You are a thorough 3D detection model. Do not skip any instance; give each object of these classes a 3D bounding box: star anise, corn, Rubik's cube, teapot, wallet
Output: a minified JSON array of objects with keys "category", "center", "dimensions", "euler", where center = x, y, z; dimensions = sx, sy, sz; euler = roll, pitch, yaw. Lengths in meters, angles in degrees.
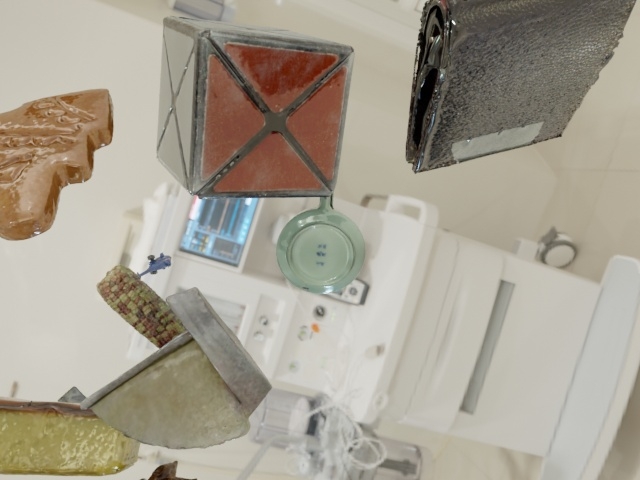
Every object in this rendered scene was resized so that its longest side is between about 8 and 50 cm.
[{"category":"star anise","center":[-0.341,0.552,1.341],"dimensions":[0.212,0.111,0.196],"euler":[-44,56,-13]},{"category":"corn","center":[-0.349,0.155,1.349],"dimensions":[0.086,0.253,0.086],"euler":[-45,6,6]},{"category":"Rubik's cube","center":[-0.119,-0.218,1.084],"dimensions":[0.260,0.259,0.254],"euler":[-137,52,-57]},{"category":"teapot","center":[0.000,0.000,1.199],"dimensions":[0.159,0.159,0.232],"euler":[-119,34,-67]},{"category":"wallet","center":[0.211,-0.190,0.730],"dimensions":[0.262,0.221,0.071],"euler":[90,160,-56]}]

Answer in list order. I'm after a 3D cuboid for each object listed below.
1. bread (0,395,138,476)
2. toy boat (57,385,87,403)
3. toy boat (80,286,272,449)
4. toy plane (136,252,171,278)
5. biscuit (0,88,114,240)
[{"category":"bread","center":[-0.541,0.409,1.374],"dimensions":[0.333,0.324,0.143],"euler":[126,148,-71]},{"category":"toy boat","center":[-0.683,0.473,1.859],"dimensions":[0.063,0.115,0.016],"euler":[-45,5,-41]},{"category":"toy boat","center":[-0.240,0.267,1.231],"dimensions":[0.293,0.276,0.111],"euler":[-53,1,-7]},{"category":"toy plane","center":[-0.452,0.074,1.782],"dimensions":[0.167,0.062,0.054],"euler":[-39,-52,-60]},{"category":"biscuit","center":[-0.376,-0.113,0.817],"dimensions":[0.306,0.284,0.043],"euler":[-51,-35,-36]}]
